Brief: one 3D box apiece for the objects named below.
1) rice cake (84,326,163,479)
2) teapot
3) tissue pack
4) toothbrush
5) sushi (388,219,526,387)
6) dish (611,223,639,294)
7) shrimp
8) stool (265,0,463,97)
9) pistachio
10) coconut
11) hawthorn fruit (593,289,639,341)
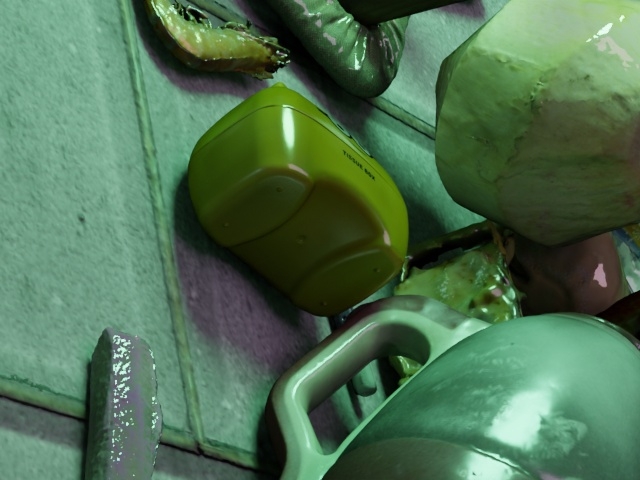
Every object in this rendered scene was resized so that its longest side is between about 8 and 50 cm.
[{"bbox_3d":[-0.134,0.144,1.270,0.047,0.036,0.206,42,34,-36],"label":"rice cake"},{"bbox_3d":[0.110,0.162,1.437,0.315,0.233,0.312,22,41,18],"label":"teapot"},{"bbox_3d":[-0.017,-0.036,1.531,0.178,0.123,0.127,40,28,-33],"label":"tissue pack"},{"bbox_3d":[0.000,0.000,1.636,0.026,0.024,0.288,35,35,-63],"label":"toothbrush"},{"bbox_3d":[0.124,0.114,1.654,0.131,0.139,0.291,54,23,-58],"label":"sushi"},{"bbox_3d":[0.324,0.043,2.062,0.236,0.086,0.228,53,28,-15],"label":"dish"},{"bbox_3d":[-0.096,-0.191,1.644,0.178,0.034,0.124,-2,60,-54],"label":"shrimp"},{"bbox_3d":[0.049,-0.340,1.809,0.310,0.226,0.310,47,31,-22],"label":"stool"},{"bbox_3d":[0.227,0.013,1.886,0.152,0.126,0.223,17,38,-31],"label":"pistachio"},{"bbox_3d":[0.215,-0.117,1.747,0.259,0.259,0.259,39,35,-35],"label":"coconut"},{"bbox_3d":[0.341,0.214,1.746,0.284,0.285,0.369,-69,152,-55],"label":"hawthorn fruit"}]
